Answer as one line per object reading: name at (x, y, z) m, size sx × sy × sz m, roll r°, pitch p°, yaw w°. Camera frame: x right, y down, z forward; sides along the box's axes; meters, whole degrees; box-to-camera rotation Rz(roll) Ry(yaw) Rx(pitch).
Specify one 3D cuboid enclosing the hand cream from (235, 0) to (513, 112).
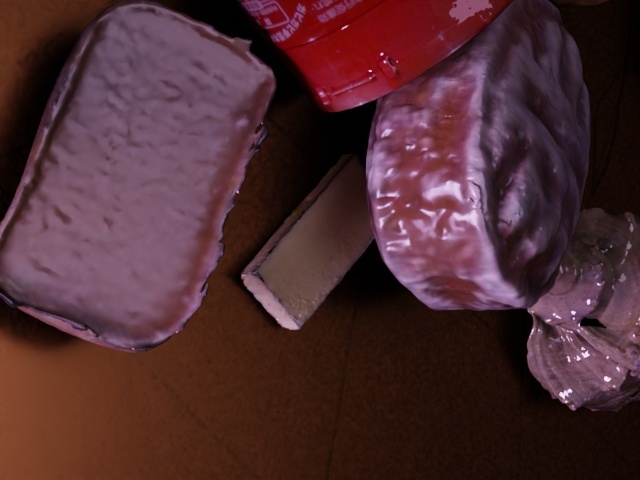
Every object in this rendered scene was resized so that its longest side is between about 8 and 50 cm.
hand cream at (0.042, -0.221, 1.184) m, size 0.149 × 0.230 × 0.230 m, roll 49°, pitch 61°, yaw -19°

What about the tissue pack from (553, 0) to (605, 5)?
tissue pack at (0.187, -0.330, 1.379) m, size 0.222 × 0.090 × 0.186 m, roll 19°, pitch 76°, yaw -33°

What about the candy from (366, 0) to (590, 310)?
candy at (0.131, -0.074, 1.261) m, size 0.214 × 0.157 × 0.289 m, roll 57°, pitch 39°, yaw -43°

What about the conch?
conch at (0.273, 0.071, 1.400) m, size 0.245 × 0.163 × 0.178 m, roll 21°, pitch 106°, yaw -50°

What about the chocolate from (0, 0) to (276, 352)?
chocolate at (-0.142, -0.044, 1.120) m, size 0.161 × 0.083 × 0.261 m, roll 28°, pitch 70°, yaw -17°

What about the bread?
bread at (0.000, 0.000, 1.252) m, size 0.068 × 0.028 × 0.153 m, roll 51°, pitch 59°, yaw -21°
